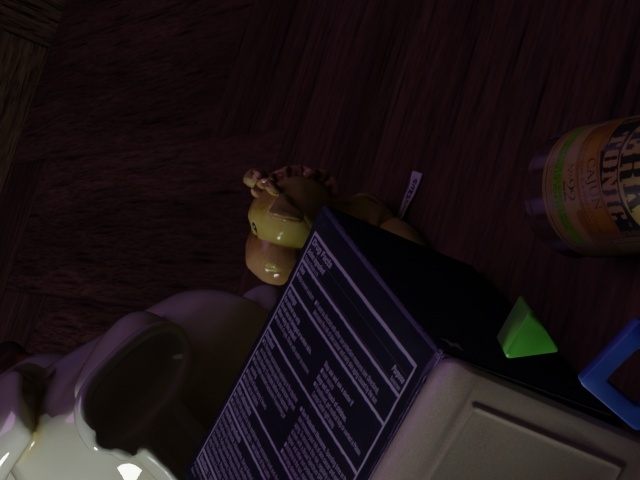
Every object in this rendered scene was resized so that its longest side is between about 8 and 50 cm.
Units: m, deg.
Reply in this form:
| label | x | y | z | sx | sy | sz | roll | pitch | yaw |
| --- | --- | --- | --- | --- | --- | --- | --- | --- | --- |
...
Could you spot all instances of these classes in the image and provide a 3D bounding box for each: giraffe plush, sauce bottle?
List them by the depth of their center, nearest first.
| label | x | y | z | sx | sy | sz | roll | pitch | yaw |
| --- | --- | --- | --- | --- | --- | --- | --- | --- | --- |
| sauce bottle | 0.285 | -0.050 | 1.108 | 0.344 | 0.111 | 0.111 | -11 | 61 | 61 |
| giraffe plush | 0.000 | 0.000 | 1.549 | 0.181 | 0.170 | 0.210 | -13 | 59 | 60 |

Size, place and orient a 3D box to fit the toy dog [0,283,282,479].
| label | x | y | z | sx | sy | sz | roll | pitch | yaw |
| --- | --- | --- | --- | --- | --- | --- | --- | --- | --- |
| toy dog | -0.243 | 0.194 | 1.690 | 0.408 | 0.284 | 0.395 | -17 | 39 | 41 |

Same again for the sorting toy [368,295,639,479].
| label | x | y | z | sx | sy | sz | roll | pitch | yaw |
| --- | --- | --- | --- | --- | --- | --- | --- | --- | --- |
| sorting toy | 0.131 | 0.193 | 1.137 | 0.347 | 0.196 | 0.047 | -62 | 14 | 14 |

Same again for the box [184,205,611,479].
| label | x | y | z | sx | sy | sz | roll | pitch | yaw |
| --- | --- | --- | --- | --- | --- | --- | --- | --- | --- |
| box | 0.052 | 0.175 | 1.305 | 0.294 | 0.183 | 0.296 | -63 | 26 | 15 |
